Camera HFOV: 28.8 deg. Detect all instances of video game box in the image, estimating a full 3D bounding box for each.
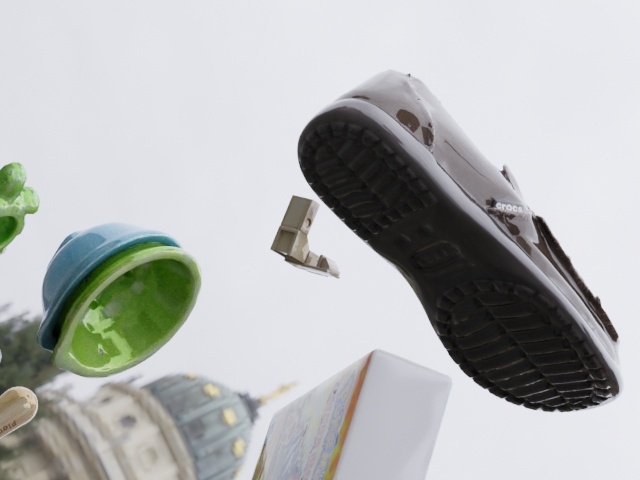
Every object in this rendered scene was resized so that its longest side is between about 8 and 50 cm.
[{"bbox_3d":[-0.014,0.169,0.605,0.048,0.205,0.187,23,-22,-11],"label":"video game box"}]

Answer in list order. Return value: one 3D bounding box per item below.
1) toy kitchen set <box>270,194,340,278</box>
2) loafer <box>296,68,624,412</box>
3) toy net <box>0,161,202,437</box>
[{"bbox_3d":[0.000,0.000,1.499,0.068,0.083,0.075,15,-102,38],"label":"toy kitchen set"},{"bbox_3d":[0.139,-0.002,1.016,0.134,0.130,0.366,-17,-57,42],"label":"loafer"},{"bbox_3d":[-0.151,0.077,0.505,0.045,0.122,0.232,44,-78,26],"label":"toy net"}]
